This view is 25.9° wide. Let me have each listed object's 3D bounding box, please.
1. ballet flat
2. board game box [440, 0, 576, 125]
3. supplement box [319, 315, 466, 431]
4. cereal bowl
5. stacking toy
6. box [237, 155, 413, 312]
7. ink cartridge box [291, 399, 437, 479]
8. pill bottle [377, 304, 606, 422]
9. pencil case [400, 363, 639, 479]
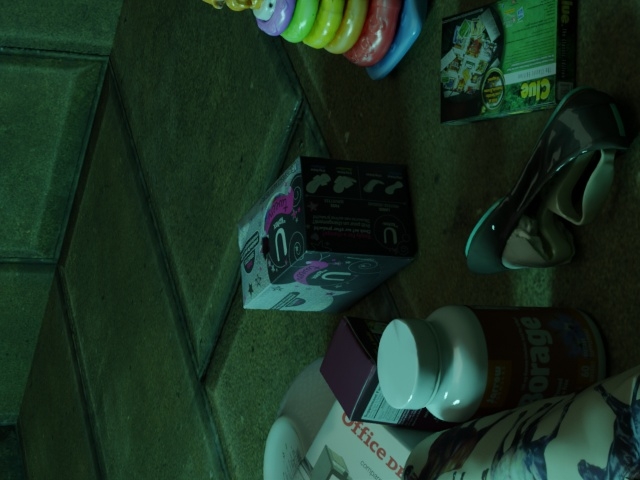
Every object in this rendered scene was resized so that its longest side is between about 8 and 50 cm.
[{"bbox_3d":[0.238,-0.035,1.466,0.096,0.095,0.280,59,142,32],"label":"ballet flat"},{"bbox_3d":[0.212,-0.211,1.610,0.259,0.030,0.136,180,94,-66],"label":"board game box"},{"bbox_3d":[0.109,0.158,1.607,0.081,0.188,0.104,-67,30,22],"label":"supplement box"},{"bbox_3d":[0.014,0.315,1.881,0.339,0.141,0.339,-178,90,-67],"label":"cereal bowl"},{"bbox_3d":[-0.027,-0.318,1.820,0.166,0.302,0.175,135,131,-57],"label":"stacking toy"},{"bbox_3d":[0.000,0.000,1.904,0.247,0.163,0.142,137,132,-59],"label":"box"},{"bbox_3d":[0.062,0.341,1.642,0.211,0.121,0.289,40,111,36],"label":"ink cartridge box"},{"bbox_3d":[0.175,0.127,1.433,0.121,0.216,0.121,-178,90,-66],"label":"pill bottle"},{"bbox_3d":[0.239,0.214,1.251,0.410,0.183,0.160,-30,93,51],"label":"pencil case"}]
